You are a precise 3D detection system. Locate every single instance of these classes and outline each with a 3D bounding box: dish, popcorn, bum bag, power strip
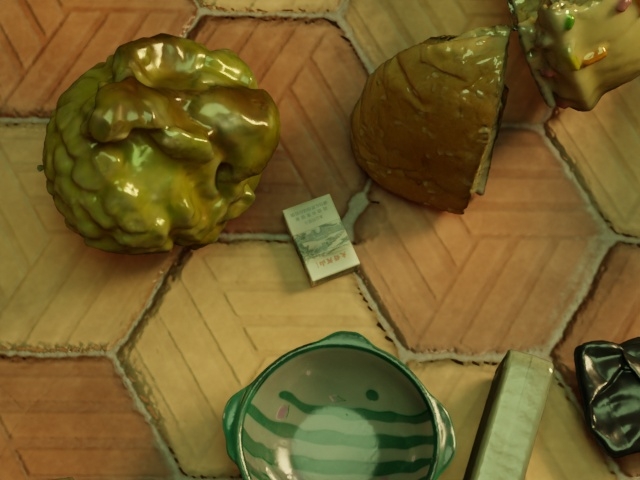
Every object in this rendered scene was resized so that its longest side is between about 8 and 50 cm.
[{"bbox_3d":[0.014,0.214,1.705,0.224,0.078,0.246,6,69,-1],"label":"dish"},{"bbox_3d":[-0.159,-0.098,1.722,0.237,0.251,0.206,-21,79,-7],"label":"popcorn"},{"bbox_3d":[0.376,0.142,1.762,0.248,0.060,0.123,-10,70,-8],"label":"bum bag"},{"bbox_3d":[0.158,0.249,1.693,0.053,0.093,0.288,18,70,0],"label":"power strip"}]

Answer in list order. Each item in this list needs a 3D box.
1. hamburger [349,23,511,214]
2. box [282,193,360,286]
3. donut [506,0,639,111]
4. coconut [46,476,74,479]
[{"bbox_3d":[0.114,-0.128,1.768,0.155,0.207,0.135,13,67,-3],"label":"hamburger"},{"bbox_3d":[0.000,0.000,1.812,0.054,0.024,0.083,-20,72,-11],"label":"box"},{"bbox_3d":[0.248,-0.307,1.787,0.150,0.307,0.371,-17,72,11],"label":"donut"},{"bbox_3d":[-0.259,0.317,1.594,0.224,0.224,0.224,1,70,-3],"label":"coconut"}]
